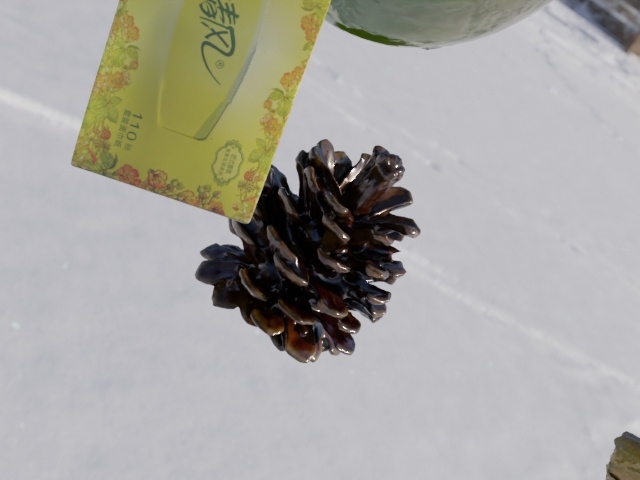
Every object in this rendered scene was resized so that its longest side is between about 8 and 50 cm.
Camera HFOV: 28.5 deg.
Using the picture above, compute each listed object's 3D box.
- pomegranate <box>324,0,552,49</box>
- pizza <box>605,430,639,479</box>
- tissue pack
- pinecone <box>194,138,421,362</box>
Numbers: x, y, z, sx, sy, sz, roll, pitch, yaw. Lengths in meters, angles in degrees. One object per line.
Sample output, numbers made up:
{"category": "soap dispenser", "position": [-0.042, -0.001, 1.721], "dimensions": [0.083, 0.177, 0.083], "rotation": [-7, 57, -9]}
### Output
{"category": "pomegranate", "position": [0.023, -0.270, 0.720], "dimensions": [0.216, 0.358, 0.310], "rotation": [137, -61, -78]}
{"category": "pizza", "position": [0.295, 0.266, 0.989], "dimensions": [0.058, 0.127, 0.246], "rotation": [-28, 102, -40]}
{"category": "tissue pack", "position": [-0.050, -0.108, 0.613], "dimensions": [0.095, 0.176, 0.062], "rotation": [19, 22, -8]}
{"category": "pinecone", "position": [-0.001, -0.002, 1.192], "dimensions": [0.185, 0.212, 0.168], "rotation": [17, 16, -36]}
